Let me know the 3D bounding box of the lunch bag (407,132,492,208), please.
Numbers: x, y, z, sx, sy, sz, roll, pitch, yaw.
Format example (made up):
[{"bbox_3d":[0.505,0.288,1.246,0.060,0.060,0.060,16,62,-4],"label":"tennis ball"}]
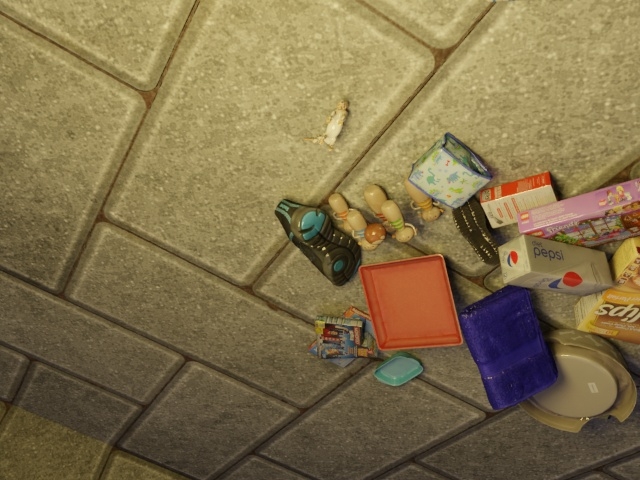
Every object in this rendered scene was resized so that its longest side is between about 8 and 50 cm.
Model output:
[{"bbox_3d":[0.306,-0.156,1.494,0.151,0.096,0.129,37,132,-9],"label":"lunch bag"}]

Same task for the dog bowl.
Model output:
[{"bbox_3d":[0.748,0.411,1.895,0.348,0.102,0.349,13,127,17],"label":"dog bowl"}]

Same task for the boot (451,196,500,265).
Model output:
[{"bbox_3d":[0.387,-0.027,1.624,0.077,0.137,0.198,-25,88,7],"label":"boot"}]

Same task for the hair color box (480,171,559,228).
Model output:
[{"bbox_3d":[0.482,-0.096,1.540,0.167,0.053,0.093,-16,130,25],"label":"hair color box"}]

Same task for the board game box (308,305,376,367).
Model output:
[{"bbox_3d":[0.088,0.319,2.074,0.145,0.027,0.281,27,135,-15],"label":"board game box"}]

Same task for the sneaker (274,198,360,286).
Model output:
[{"bbox_3d":[0.000,0.000,1.733,0.139,0.125,0.341,30,163,41],"label":"sneaker"}]

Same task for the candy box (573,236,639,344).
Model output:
[{"bbox_3d":[0.821,0.132,1.658,0.183,0.087,0.316,14,135,0],"label":"candy box"}]

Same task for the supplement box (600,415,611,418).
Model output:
[{"bbox_3d":[0.898,0.529,2.060,0.083,0.056,0.083,4,135,10],"label":"supplement box"}]

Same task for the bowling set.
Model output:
[{"bbox_3d":[0.148,-0.032,1.593,0.287,0.200,0.154,-11,132,29],"label":"bowling set"}]

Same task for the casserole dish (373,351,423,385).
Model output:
[{"bbox_3d":[0.261,0.426,2.132,0.114,0.037,0.188,31,133,-16],"label":"casserole dish"}]

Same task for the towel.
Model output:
[{"bbox_3d":[0.525,0.291,1.749,0.227,0.076,0.308,-26,100,-15],"label":"towel"}]

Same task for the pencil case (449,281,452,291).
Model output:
[{"bbox_3d":[0.297,0.152,1.823,0.151,0.070,0.064,-26,124,34],"label":"pencil case"}]

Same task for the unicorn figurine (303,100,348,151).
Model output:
[{"bbox_3d":[0.023,-0.255,1.473,0.060,0.111,0.162,39,117,-11],"label":"unicorn figurine"}]

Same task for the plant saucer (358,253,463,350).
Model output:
[{"bbox_3d":[0.256,0.173,1.785,0.259,0.048,0.258,-10,98,32],"label":"plant saucer"}]

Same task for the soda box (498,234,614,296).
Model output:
[{"bbox_3d":[0.572,0.065,1.544,0.286,0.098,0.091,10,153,-27],"label":"soda box"}]

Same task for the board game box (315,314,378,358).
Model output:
[{"bbox_3d":[0.086,0.304,1.997,0.194,0.060,0.194,5,135,8],"label":"board game box"}]

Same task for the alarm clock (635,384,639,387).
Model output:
[{"bbox_3d":[0.868,0.436,1.969,0.192,0.064,0.129,21,136,-10],"label":"alarm clock"}]

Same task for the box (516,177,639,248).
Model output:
[{"bbox_3d":[0.637,-0.045,1.499,0.293,0.057,0.201,-18,150,29],"label":"box"}]
